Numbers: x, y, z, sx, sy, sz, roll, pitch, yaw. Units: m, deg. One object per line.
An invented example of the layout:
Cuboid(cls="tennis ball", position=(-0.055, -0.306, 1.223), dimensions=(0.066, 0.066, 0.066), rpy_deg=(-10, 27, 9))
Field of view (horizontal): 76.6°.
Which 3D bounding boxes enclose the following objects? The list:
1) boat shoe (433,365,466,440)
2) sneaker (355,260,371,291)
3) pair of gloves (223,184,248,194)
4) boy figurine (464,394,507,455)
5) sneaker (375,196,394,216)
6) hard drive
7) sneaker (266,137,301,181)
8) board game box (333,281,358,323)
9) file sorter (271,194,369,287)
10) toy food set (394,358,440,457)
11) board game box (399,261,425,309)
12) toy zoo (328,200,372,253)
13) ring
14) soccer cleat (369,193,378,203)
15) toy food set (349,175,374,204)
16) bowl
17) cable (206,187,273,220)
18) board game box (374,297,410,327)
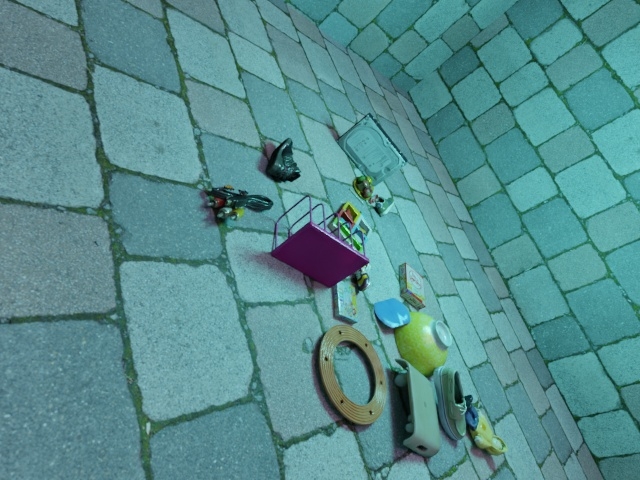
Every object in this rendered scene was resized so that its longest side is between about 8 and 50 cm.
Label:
Cuboid(cls="boat shoe", position=(0.535, 0.661, 1.633), dimensions=(0.109, 0.094, 0.302), rpy_deg=(-16, 91, -39))
Cuboid(cls="sneaker", position=(0.162, 0.134, 1.696), dimensions=(0.084, 0.069, 0.185), rpy_deg=(33, 33, -18))
Cuboid(cls="pair of gloves", position=(-0.285, -0.171, 1.370), dimensions=(0.083, 0.010, 0.074), rpy_deg=(18, 12, -6))
Cuboid(cls="boy figurine", position=(0.701, 0.827, 1.766), dimensions=(0.285, 0.092, 0.177), rpy_deg=(54, 30, 2))
Cuboid(cls="sneaker", position=(0.348, -0.210, 2.214), dimensions=(0.086, 0.064, 0.192), rpy_deg=(54, 36, -13))
Cuboid(cls="hard drive", position=(0.280, -0.487, 2.209), dimensions=(0.339, 0.237, 0.064), rpy_deg=(48, 35, -14))
Cuboid(cls="sneaker", position=(-0.138, -0.325, 1.679), dimensions=(0.130, 0.087, 0.228), rpy_deg=(39, 40, -27))
Cuboid(cls="board game box", position=(0.094, 0.233, 1.552), dimensions=(0.103, 0.026, 0.154), rpy_deg=(29, 42, -35))
Cuboid(cls="file sorter", position=(0.000, 0.000, 1.476), dimensions=(0.290, 0.202, 0.182), rpy_deg=(32, 37, -32))
Cuboid(cls="toy food set", position=(0.349, 0.621, 1.512), dimensions=(0.220, 0.092, 0.306), rpy_deg=(45, 34, -37))
Cuboid(cls="board game box", position=(0.451, 0.223, 1.997), dimensions=(0.146, 0.045, 0.194), rpy_deg=(38, 37, -26))
Cuboid(cls="toy zoo", position=(0.150, -0.066, 1.872), dimensions=(0.192, 0.030, 0.293), rpy_deg=(49, 34, -11))
Cuboid(cls="ring", position=(0.110, 0.451, 1.384), dimensions=(0.336, 0.032, 0.337), rpy_deg=(33, 39, -32))
Cuboid(cls="soccer cleat", position=(0.280, -0.222, 2.174), dimensions=(0.083, 0.035, 0.029), rpy_deg=(-44, 124, -34))
Cuboid(cls="toy food set", position=(0.240, -0.283, 2.134), dimensions=(0.128, 0.071, 0.218), rpy_deg=(50, 34, -10))
Cuboid(cls="bowl", position=(0.468, 0.426, 1.748), dimensions=(0.289, 0.156, 0.290), rpy_deg=(33, 39, -32))
Cuboid(cls="cable", position=(-0.275, -0.125, 1.382), dimensions=(0.139, 0.072, 0.287), rpy_deg=(33, 16, 13))
Cuboid(cls="board game box", position=(0.301, 0.315, 1.723), dimensions=(0.168, 0.033, 0.133), rpy_deg=(-9, 50, -33))
